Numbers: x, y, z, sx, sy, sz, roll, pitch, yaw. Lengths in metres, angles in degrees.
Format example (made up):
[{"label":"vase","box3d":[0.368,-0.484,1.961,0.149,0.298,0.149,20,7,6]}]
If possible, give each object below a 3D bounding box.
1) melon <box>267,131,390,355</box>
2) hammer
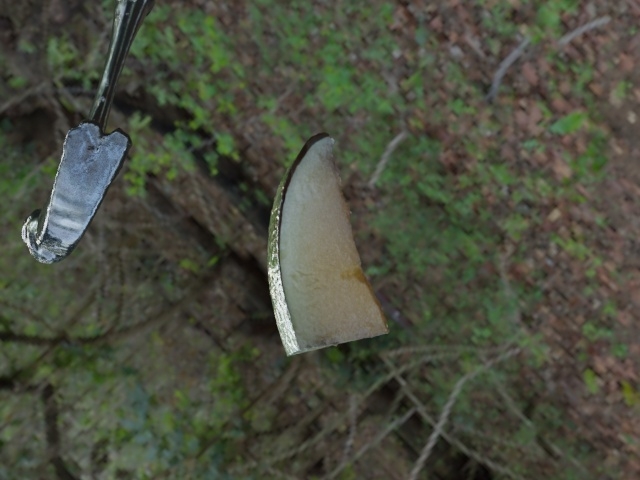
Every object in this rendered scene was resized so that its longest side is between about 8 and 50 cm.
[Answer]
[{"label":"melon","box3d":[-0.006,0.004,1.009,0.054,0.098,0.182,-20,86,68]},{"label":"hammer","box3d":[-0.063,-0.092,0.415,0.021,0.201,0.078,19,162,-17]}]
